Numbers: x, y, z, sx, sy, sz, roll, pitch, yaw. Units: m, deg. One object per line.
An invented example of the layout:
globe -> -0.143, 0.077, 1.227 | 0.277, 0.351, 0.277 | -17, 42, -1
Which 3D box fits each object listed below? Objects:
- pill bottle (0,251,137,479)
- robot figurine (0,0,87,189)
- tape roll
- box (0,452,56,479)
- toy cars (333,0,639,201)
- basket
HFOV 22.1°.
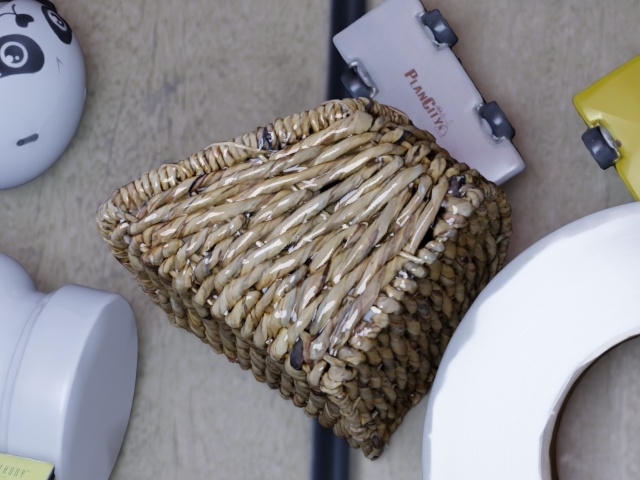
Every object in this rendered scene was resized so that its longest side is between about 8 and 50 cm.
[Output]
pill bottle -> -0.342, 0.097, 1.286 | 0.362, 0.210, 0.210 | 9, 74, 10
robot figurine -> -0.334, -0.149, 1.381 | 0.278, 0.173, 0.209 | 20, 83, 14
tape roll -> 0.268, 0.163, 1.207 | 0.392, 0.072, 0.392 | -1, 85, 12
box -> -0.230, 0.248, 1.212 | 0.087, 0.232, 0.058 | 11, 46, 10
toy cars -> 0.190, -0.081, 1.336 | 0.393, 0.087, 0.176 | 17, 87, 18
basket -> 0.000, 0.000, 1.220 | 0.223, 0.299, 0.213 | 34, 80, 17
